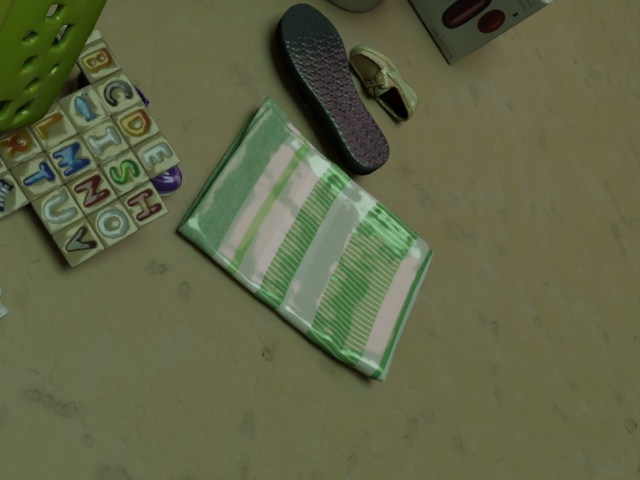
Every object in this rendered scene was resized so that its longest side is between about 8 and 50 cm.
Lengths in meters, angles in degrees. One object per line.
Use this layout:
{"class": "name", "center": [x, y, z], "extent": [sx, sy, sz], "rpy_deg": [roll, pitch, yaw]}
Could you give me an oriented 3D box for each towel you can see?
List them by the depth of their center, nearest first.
{"class": "towel", "center": [0.000, 0.000, 1.145], "extent": [0.325, 0.038, 0.248], "rpy_deg": [42, 50, -19]}

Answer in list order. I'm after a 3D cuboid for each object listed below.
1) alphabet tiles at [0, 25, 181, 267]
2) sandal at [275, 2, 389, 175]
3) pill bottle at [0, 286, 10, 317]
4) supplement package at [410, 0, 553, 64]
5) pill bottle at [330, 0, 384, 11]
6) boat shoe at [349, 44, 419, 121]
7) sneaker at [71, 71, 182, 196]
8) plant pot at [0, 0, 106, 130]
{"class": "alphabet tiles", "center": [-0.268, -0.101, 0.928], "extent": [0.198, 0.009, 0.237], "rpy_deg": [-33, 93, -22]}
{"class": "sandal", "center": [0.004, -0.202, 1.231], "extent": [0.097, 0.054, 0.254], "rpy_deg": [-21, 85, -35]}
{"class": "pill bottle", "center": [-0.327, 0.042, 0.839], "extent": [0.083, 0.043, 0.043], "rpy_deg": [55, 46, -7]}
{"class": "supplement package", "center": [0.264, -0.430, 1.449], "extent": [0.194, 0.203, 0.149], "rpy_deg": [56, 46, -6]}
{"class": "pill bottle", "center": [0.149, -0.496, 1.248], "extent": [0.224, 0.392, 0.224], "rpy_deg": [18, 60, -35]}
{"class": "boat shoe", "center": [0.092, -0.229, 1.318], "extent": [0.135, 0.050, 0.045], "rpy_deg": [39, 45, -21]}
{"class": "sneaker", "center": [-0.210, -0.124, 0.996], "extent": [0.170, 0.071, 0.068], "rpy_deg": [54, 46, -9]}
{"class": "plant pot", "center": [-0.329, -0.222, 0.760], "extent": [0.228, 0.227, 0.207], "rpy_deg": [34, 25, -4]}
